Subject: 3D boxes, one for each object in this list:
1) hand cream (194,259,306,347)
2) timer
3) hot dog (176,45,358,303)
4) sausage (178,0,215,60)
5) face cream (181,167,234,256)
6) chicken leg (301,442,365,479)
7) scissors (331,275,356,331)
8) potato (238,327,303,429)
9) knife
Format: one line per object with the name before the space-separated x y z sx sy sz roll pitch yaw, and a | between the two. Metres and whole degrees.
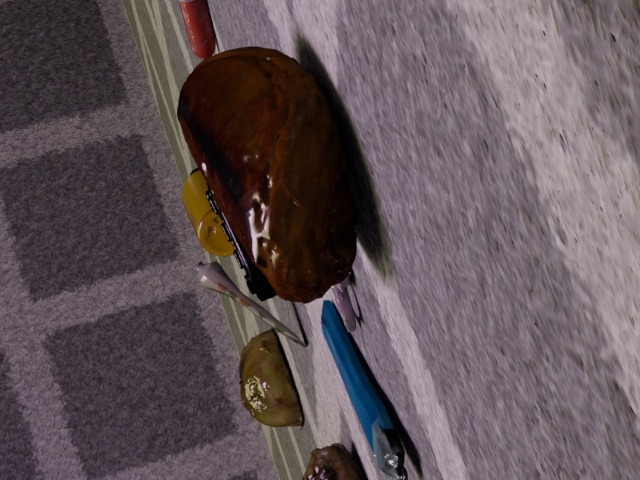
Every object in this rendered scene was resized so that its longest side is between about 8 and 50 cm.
hand cream | -0.083 0.079 1.788 0.165 0.037 0.057 38 173 2
timer | -0.088 -0.004 1.821 0.187 0.055 0.144 89 157 -82
hot dog | -0.035 -0.050 1.078 0.227 0.099 0.160 -117 12 -49
sausage | -0.157 -0.316 1.693 0.034 0.034 0.253 -118 14 -59
face cream | -0.157 -0.055 2.139 0.273 0.078 0.078 -123 17 -68
chicken leg | 0.016 0.261 1.643 0.085 0.069 0.198 50 -178 -5
scissors | 0.000 0.000 1.284 0.189 0.015 0.100 -115 8 -53
potato | -0.084 0.222 2.246 0.200 0.081 0.164 -166 58 -85
knife | 0.035 0.124 1.276 0.296 0.026 0.044 -114 12 -62
